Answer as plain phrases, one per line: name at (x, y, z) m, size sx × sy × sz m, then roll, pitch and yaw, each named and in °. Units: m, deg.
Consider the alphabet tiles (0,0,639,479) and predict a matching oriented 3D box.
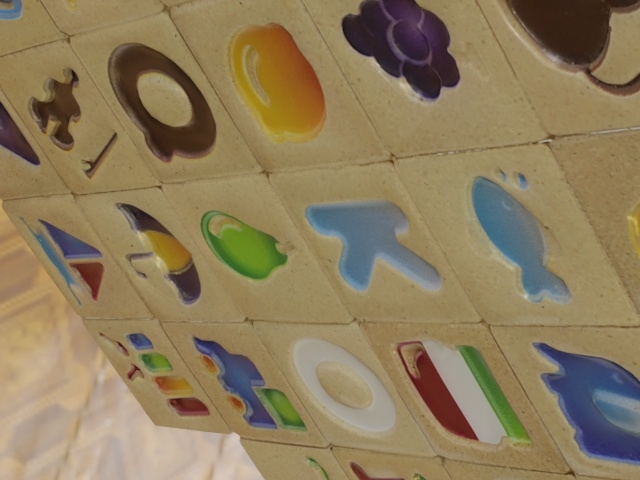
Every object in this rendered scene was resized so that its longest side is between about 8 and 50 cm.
alphabet tiles at (0.000, 0.000, 0.469) m, size 0.011 × 0.342 × 0.285 m, roll -44°, pitch 114°, yaw -31°
